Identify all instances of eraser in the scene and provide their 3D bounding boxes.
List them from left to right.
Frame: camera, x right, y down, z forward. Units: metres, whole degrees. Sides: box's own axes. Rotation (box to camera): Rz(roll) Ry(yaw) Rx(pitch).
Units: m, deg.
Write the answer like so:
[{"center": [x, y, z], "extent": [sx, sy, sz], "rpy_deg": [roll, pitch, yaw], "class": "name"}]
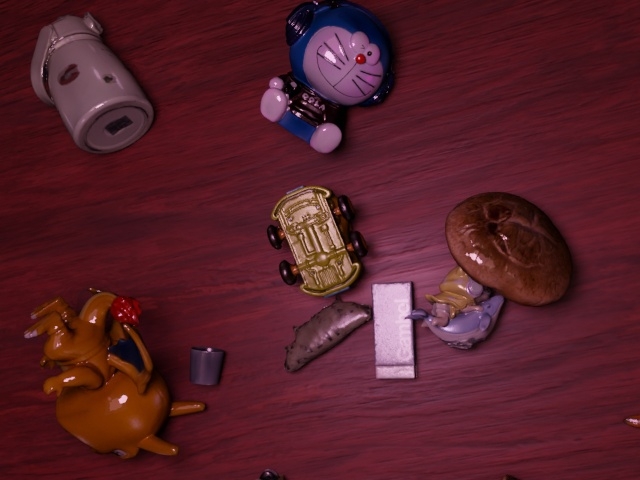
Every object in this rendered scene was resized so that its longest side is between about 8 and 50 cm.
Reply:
[{"center": [0.163, 0.195, 1.424], "extent": [0.092, 0.046, 0.212], "rpy_deg": [-4, 81, 13], "class": "eraser"}]

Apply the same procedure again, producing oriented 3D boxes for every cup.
[{"center": [-0.274, 0.290, 1.511], "extent": [0.100, 0.078, 0.077], "rpy_deg": [4, 87, 49], "class": "cup"}]

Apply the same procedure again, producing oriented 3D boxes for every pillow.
[{"center": [0.004, 0.200, 1.460], "extent": [0.241, 0.051, 0.093], "rpy_deg": [-36, 66, 10], "class": "pillow"}]

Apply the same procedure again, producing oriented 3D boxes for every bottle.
[{"center": [-0.595, -0.404, 1.616], "extent": [0.229, 0.229, 0.352], "rpy_deg": [-37, 75, 6], "class": "bottle"}]

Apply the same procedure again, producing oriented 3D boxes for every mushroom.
[{"center": [0.382, 0.010, 1.313], "extent": [0.278, 0.146, 0.278], "rpy_deg": [12, 50, -15], "class": "mushroom"}]

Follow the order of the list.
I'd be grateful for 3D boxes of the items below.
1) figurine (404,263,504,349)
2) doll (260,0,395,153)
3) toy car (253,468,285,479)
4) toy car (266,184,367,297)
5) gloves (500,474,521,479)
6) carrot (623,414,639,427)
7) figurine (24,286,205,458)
[{"center": [0.283, 0.137, 1.354], "extent": [0.208, 0.128, 0.184], "rpy_deg": [-5, 78, -5], "class": "figurine"}, {"center": [0.021, -0.379, 1.454], "extent": [0.284, 0.240, 0.310], "rpy_deg": [28, 106, -24], "class": "doll"}, {"center": [-0.188, 0.602, 1.425], "extent": [0.256, 0.101, 0.124], "rpy_deg": [-22, 82, 12], "class": "toy car"}, {"center": [0.000, 0.000, 1.445], "extent": [0.200, 0.142, 0.248], "rpy_deg": [-19, 88, 11], "class": "toy car"}, {"center": [0.489, 0.557, 1.245], "extent": [0.331, 0.141, 0.154], "rpy_deg": [12, 59, 25], "class": "gloves"}, {"center": [0.731, 0.364, 1.261], "extent": [0.256, 0.061, 0.061], "rpy_deg": [-1, 82, 25], "class": "carrot"}, {"center": [-0.460, 0.295, 1.412], "extent": [0.268, 0.401, 0.387], "rpy_deg": [-37, 112, -28], "class": "figurine"}]
